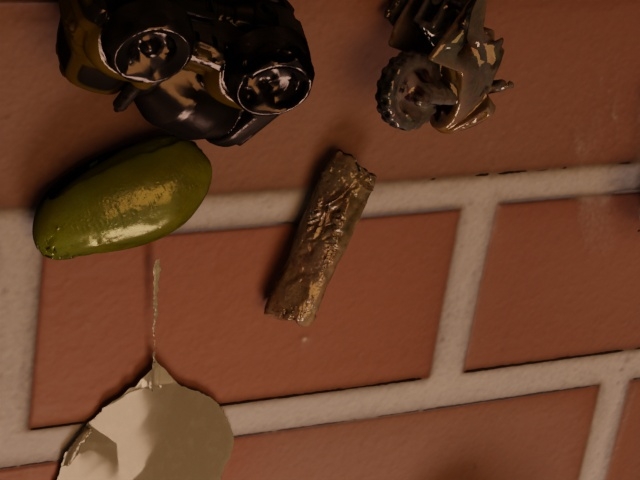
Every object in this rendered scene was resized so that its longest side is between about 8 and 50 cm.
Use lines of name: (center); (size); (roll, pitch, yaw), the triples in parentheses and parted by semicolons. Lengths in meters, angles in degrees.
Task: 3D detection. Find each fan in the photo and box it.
fan: (-0.157, 0.148, 1.794); (0.182, 0.010, 0.310); (-9, 122, -26)

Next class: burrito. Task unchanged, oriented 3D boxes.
burrito: (0.000, 0.000, 1.782); (0.051, 0.042, 0.171); (23, 99, -6)

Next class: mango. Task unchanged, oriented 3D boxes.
mango: (-0.165, -0.031, 1.652); (0.165, 0.074, 0.091); (-30, 129, -12)

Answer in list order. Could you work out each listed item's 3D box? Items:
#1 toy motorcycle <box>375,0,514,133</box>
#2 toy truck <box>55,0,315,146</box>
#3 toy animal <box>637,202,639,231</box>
toy motorcycle: (0.131, -0.190, 1.732); (0.130, 0.094, 0.229); (33, 84, -43)
toy truck: (-0.121, -0.156, 1.580); (0.224, 0.147, 0.165); (12, 136, -35)
toy animal: (0.395, -0.061, 1.926); (0.178, 0.127, 0.193); (8, 114, -31)
